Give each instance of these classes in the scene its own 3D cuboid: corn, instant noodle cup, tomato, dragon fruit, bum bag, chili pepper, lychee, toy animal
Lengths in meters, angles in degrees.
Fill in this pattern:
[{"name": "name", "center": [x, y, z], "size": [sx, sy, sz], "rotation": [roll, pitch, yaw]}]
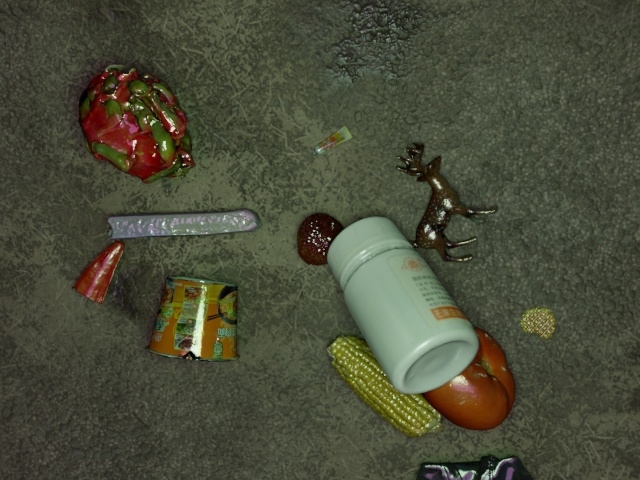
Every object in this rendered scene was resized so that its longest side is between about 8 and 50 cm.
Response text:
[{"name": "corn", "center": [0.160, 0.360, 1.674], "size": [0.347, 0.130, 0.130], "rotation": [40, 98, 2]}, {"name": "instant noodle cup", "center": [-0.296, 0.187, 1.650], "size": [0.230, 0.230, 0.182], "rotation": [8, 87, 4]}, {"name": "tomato", "center": [0.339, 0.323, 1.608], "size": [0.180, 0.260, 0.260], "rotation": [-37, 93, 37]}, {"name": "dragon fruit", "center": [-0.421, -0.265, 1.589], "size": [0.237, 0.231, 0.303], "rotation": [-44, 85, 16]}, {"name": "bum bag", "center": [0.377, 0.607, 1.710], "size": [0.310, 0.074, 0.137], "rotation": [-9, 106, 6]}, {"name": "chili pepper", "center": [-0.547, 0.071, 1.728], "size": [0.088, 0.065, 0.169], "rotation": [32, 94, -1]}, {"name": "lychee", "center": [-0.003, 0.001, 1.647], "size": [0.129, 0.123, 0.123], "rotation": [-44, 92, 14]}, {"name": "toy animal", "center": [0.279, -0.084, 1.630], "size": [0.260, 0.087, 0.243], "rotation": [22, 96, -1]}]

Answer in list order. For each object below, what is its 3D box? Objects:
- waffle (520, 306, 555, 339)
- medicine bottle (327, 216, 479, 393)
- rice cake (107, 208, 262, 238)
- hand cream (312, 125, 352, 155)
[{"name": "waffle", "center": [0.536, 0.203, 1.677], "size": [0.085, 0.016, 0.078], "rotation": [7, 93, 3]}, {"name": "medicine bottle", "center": [0.171, 0.135, 1.512], "size": [0.211, 0.211, 0.371], "rotation": [-36, 50, 8]}, {"name": "rice cake", "center": [-0.345, -0.041, 1.693], "size": [0.399, 0.070, 0.064], "rotation": [-3, 92, 4]}, {"name": "hand cream", "center": [0.026, -0.241, 1.665], "size": [0.102, 0.022, 0.035], "rotation": [-31, 86, 3]}]
